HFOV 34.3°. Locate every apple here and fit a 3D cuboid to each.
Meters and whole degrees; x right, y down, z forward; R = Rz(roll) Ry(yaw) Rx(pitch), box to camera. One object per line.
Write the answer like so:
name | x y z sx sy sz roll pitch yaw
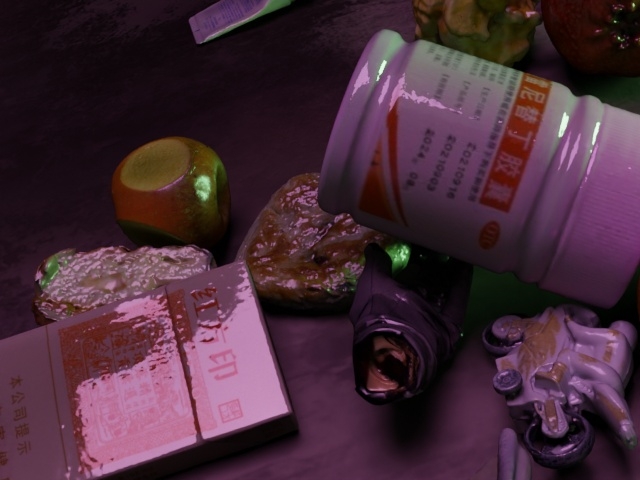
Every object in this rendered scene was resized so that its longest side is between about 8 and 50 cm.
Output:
apple | -0.192 -0.049 1.321 0.147 0.146 0.163 -7 51 9

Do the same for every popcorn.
popcorn | 0.222 -0.330 1.490 0.187 0.185 0.167 28 73 32

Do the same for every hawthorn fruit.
hawthorn fruit | 0.402 -0.333 1.417 0.205 0.205 0.253 -7 32 12

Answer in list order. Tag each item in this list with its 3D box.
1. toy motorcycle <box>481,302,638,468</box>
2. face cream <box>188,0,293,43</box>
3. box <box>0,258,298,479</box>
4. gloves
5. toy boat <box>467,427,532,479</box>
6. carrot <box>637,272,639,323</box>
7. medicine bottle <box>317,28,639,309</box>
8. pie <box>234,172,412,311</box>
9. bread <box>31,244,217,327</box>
toy motorcycle | 0.241 0.126 1.000 0.151 0.074 0.228 -20 28 4
face cream | -0.128 -0.420 1.842 0.224 0.070 0.114 -29 37 5
box | -0.223 0.165 1.102 0.365 0.051 0.204 -18 54 -2
gloves | 0.086 0.072 1.078 0.142 0.119 0.285 35 34 4
toy boat | 0.075 0.313 0.761 0.276 0.111 0.293 -45 8 16
carrot | 0.398 0.038 0.946 0.214 0.193 0.331 -9 33 39
medicine bottle | 0.175 -0.074 1.053 0.316 0.202 0.202 19 45 6
pie | 0.000 0.000 1.262 0.241 0.054 0.240 -10 40 8
bread | -0.228 0.068 1.242 0.232 0.088 0.128 0 54 8
